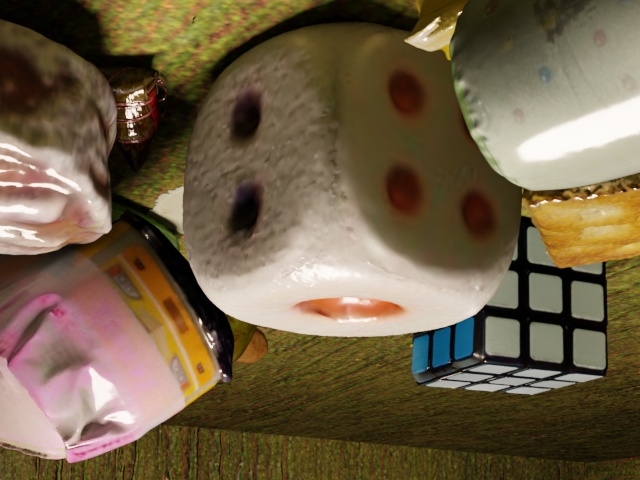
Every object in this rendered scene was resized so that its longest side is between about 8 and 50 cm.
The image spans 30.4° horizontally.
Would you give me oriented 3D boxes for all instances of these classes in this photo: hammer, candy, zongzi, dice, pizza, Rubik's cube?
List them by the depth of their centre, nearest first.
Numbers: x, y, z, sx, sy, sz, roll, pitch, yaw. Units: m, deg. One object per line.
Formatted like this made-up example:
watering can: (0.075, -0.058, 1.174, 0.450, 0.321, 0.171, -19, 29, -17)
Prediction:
hammer: (0.239, -0.082, 0.605, 0.335, 0.119, 0.206, 9, 162, -39)
candy: (-0.280, -0.082, 0.807, 0.289, 0.157, 0.214, 13, 155, -16)
dice: (0.022, -0.037, 0.867, 0.193, 0.192, 0.194, 12, 162, -36)
zongzi: (-0.144, -0.106, 0.914, 0.067, 0.073, 0.083, -1, 124, 10)
pizza: (0.306, -0.048, 0.993, 0.257, 0.087, 0.268, -7, 163, 14)
Rubik's cube: (0.202, 0.074, 1.276, 0.163, 0.162, 0.160, 7, 163, -20)

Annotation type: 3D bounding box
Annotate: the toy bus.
toy bus: (-0.228, 0.093, 1.004, 0.162, 0.171, 0.386, -40, -165, -27)

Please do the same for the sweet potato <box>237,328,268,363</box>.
sweet potato: (-0.221, 0.121, 1.594, 0.354, 0.095, 0.106, 8, 158, -25)

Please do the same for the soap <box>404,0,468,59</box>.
soap: (0.169, -0.157, 0.649, 0.135, 0.076, 0.233, 16, 158, -38)

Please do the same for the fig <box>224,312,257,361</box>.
fig: (-0.127, 0.083, 1.475, 0.133, 0.185, 0.126, 42, -176, -27)

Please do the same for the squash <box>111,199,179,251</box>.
squash: (-0.216, -0.002, 1.216, 0.077, 0.068, 0.219, -49, 144, 7)

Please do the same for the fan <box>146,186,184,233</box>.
fan: (0.000, 0.001, 1.303, 0.414, 0.012, 0.233, 19, 158, -42)
